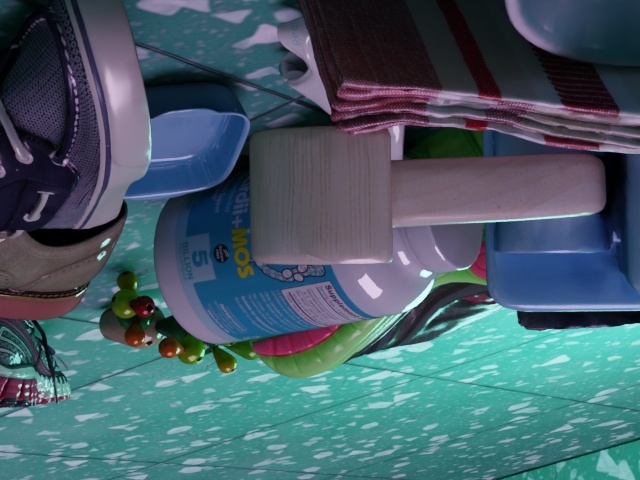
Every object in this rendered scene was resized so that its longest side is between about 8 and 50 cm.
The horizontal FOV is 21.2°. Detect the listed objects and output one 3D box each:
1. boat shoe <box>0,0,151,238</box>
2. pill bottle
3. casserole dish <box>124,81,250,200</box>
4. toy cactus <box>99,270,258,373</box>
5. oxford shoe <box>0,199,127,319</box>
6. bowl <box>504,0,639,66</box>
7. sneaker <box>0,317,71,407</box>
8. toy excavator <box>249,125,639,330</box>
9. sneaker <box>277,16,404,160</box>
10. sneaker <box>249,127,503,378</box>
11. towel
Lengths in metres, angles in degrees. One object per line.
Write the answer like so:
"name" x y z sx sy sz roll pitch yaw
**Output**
"boat shoe" -0.213 -0.070 1.169 0.158 0.127 0.340 -14 165 -15
"pill bottle" 0.000 0.000 1.440 0.264 0.146 0.146 -12 165 32
"casserole dish" -0.121 -0.080 1.355 0.114 0.037 0.188 -6 161 -15
"toy cactus" -0.158 0.079 1.774 0.180 0.112 0.219 0 175 39
"oxford shoe" -0.311 -0.016 1.354 0.348 0.123 0.130 0 144 -45
"bowl" 0.232 -0.228 0.886 0.311 0.163 0.311 -9 163 -3
"sneaker" -0.321 0.116 1.755 0.120 0.112 0.299 -3 175 -5
"toy excavator" 0.185 -0.041 1.161 0.432 0.222 0.445 -1 180 4
"sneaker" 0.017 -0.120 1.278 0.094 0.080 0.212 0 158 9
"sneaker" 0.139 -0.015 1.558 0.482 0.185 0.202 -19 179 33
"towel" 0.150 -0.114 1.048 0.329 0.237 0.037 6 119 -11
